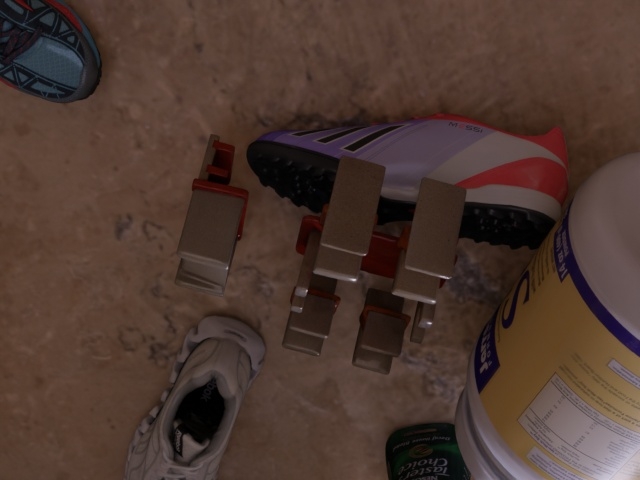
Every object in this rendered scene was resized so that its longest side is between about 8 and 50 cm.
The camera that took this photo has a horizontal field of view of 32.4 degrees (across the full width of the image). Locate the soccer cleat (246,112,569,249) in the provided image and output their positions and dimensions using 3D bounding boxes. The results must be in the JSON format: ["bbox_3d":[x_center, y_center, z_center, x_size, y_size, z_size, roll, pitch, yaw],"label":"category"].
[{"bbox_3d":[0.086,-0.077,1.095,0.318,0.108,0.116,10,67,14],"label":"soccer cleat"}]

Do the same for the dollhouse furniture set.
[{"bbox_3d":[0.000,0.000,1.059,0.259,0.135,0.262,15,154,-2],"label":"dollhouse furniture set"}]

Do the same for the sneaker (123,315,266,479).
[{"bbox_3d":[-0.151,0.226,1.198,0.110,0.118,0.292,19,111,-6],"label":"sneaker"}]

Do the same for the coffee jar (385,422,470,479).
[{"bbox_3d":[0.116,0.268,1.161,0.096,0.184,0.079,-9,109,6],"label":"coffee jar"}]

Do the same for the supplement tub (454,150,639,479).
[{"bbox_3d":[0.280,0.105,1.020,0.241,0.241,0.331,21,135,-4],"label":"supplement tub"}]

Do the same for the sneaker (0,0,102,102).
[{"bbox_3d":[-0.331,-0.212,1.044,0.262,0.125,0.104,37,108,-10],"label":"sneaker"}]
